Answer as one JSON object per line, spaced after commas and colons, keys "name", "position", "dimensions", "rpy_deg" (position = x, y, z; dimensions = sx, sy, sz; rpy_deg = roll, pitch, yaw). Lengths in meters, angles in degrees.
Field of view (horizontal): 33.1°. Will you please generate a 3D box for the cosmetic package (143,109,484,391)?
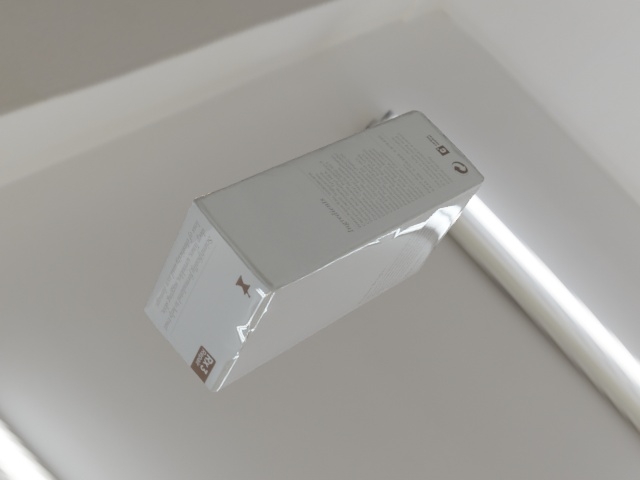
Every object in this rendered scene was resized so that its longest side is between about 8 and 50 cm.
{"name": "cosmetic package", "position": [0.000, 0.000, 0.746], "dimensions": [0.231, 0.117, 0.085], "rpy_deg": [-24, -115, -44]}
